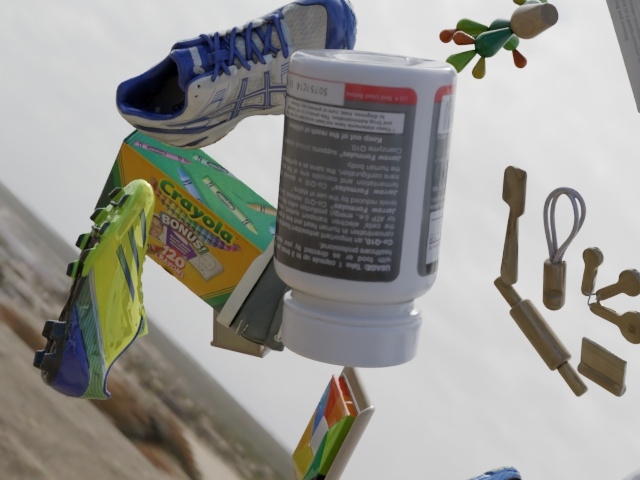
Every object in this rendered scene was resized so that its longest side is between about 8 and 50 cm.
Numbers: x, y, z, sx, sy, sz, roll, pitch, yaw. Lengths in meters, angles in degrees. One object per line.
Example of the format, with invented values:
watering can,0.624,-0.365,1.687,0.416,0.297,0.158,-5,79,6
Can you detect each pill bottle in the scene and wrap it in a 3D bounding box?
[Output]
pill bottle,0.038,-0.033,1.281,0.161,0.283,0.161,5,12,-1

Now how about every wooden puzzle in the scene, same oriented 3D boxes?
wooden puzzle,0.009,0.305,2.047,0.044,0.221,0.239,24,12,-10

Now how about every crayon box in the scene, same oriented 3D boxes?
crayon box,-0.166,-0.023,1.851,0.278,0.081,0.165,38,-43,5

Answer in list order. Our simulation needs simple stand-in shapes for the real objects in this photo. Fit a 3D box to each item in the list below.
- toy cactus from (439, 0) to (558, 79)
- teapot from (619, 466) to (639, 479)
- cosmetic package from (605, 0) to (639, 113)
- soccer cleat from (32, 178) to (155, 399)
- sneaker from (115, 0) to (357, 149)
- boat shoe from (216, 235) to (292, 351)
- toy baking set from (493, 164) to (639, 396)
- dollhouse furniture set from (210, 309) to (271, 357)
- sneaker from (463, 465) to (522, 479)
toy cactus,0.277,-0.299,1.946,0.180,0.219,0.112,-8,-75,61
teapot,0.391,0.304,1.344,0.256,0.187,0.253,16,-57,16
cosmetic package,0.421,-0.232,1.392,0.183,0.151,0.151,-18,-95,41
soccer cleat,-0.263,0.064,1.706,0.121,0.289,0.093,24,-6,-22
sneaker,-0.097,-0.189,1.498,0.131,0.296,0.112,14,52,-57
boat shoe,0.000,0.000,1.616,0.099,0.319,0.116,37,16,-1
toy baking set,0.264,0.046,1.446,0.256,0.030,0.197,53,-38,21
dollhouse furniture set,-0.102,0.089,2.493,0.212,0.242,0.161,12,-66,22
sneaker,0.128,0.254,1.185,0.067,0.188,0.078,-36,-108,41
